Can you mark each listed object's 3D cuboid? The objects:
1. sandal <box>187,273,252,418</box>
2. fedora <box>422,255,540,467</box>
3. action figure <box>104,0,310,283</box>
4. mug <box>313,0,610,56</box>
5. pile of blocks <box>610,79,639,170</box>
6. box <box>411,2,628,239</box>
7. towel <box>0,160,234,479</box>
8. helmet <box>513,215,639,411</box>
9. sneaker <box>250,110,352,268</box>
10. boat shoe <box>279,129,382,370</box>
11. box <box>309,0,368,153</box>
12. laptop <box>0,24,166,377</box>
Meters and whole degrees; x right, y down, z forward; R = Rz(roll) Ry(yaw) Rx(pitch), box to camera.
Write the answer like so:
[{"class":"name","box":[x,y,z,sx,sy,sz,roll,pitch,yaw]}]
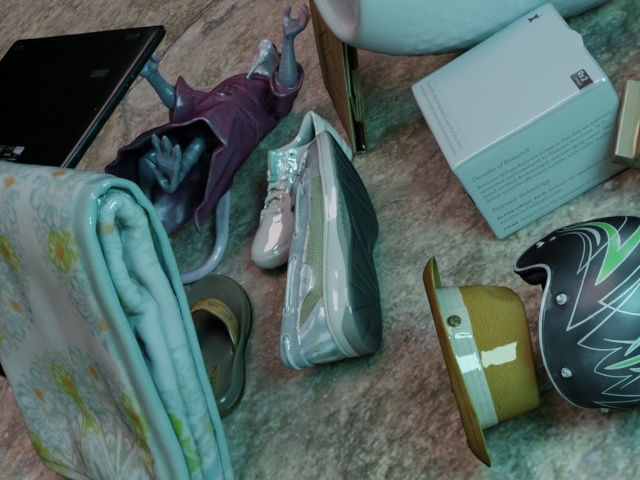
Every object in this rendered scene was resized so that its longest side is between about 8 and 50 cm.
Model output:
[{"class":"sandal","box":[-0.131,0.112,1.294,0.090,0.060,0.219,-23,39,20]},{"class":"fedora","box":[0.146,0.097,0.984,0.079,0.194,0.194,-15,39,5]},{"class":"action figure","box":[-0.113,-0.147,1.493,0.248,0.275,0.370,-4,28,32]},{"class":"mug","box":[0.144,-0.394,1.258,0.328,0.374,0.276,-22,29,-15]},{"class":"pile of blocks","box":[0.409,-0.213,1.072,0.149,0.112,0.362,38,74,10]},{"class":"box","box":[0.218,-0.130,1.202,0.182,0.119,0.181,-31,36,11]},{"class":"towel","box":[-0.250,0.100,1.172,0.321,0.374,0.090,7,27,45]},{"class":"helmet","box":[0.249,0.059,0.933,0.169,0.169,0.161,-39,18,0]},{"class":"sneaker","box":[-0.042,-0.066,1.381,0.080,0.094,0.212,1,52,40]},{"class":"boat shoe","box":[0.001,0.002,1.255,0.103,0.118,0.320,-20,46,17]},{"class":"box","box":[0.022,-0.229,1.450,0.021,0.164,0.201,-14,37,-6]},{"class":"laptop","box":[-0.338,-0.040,1.446,0.382,0.236,0.407,8,61,48]}]
